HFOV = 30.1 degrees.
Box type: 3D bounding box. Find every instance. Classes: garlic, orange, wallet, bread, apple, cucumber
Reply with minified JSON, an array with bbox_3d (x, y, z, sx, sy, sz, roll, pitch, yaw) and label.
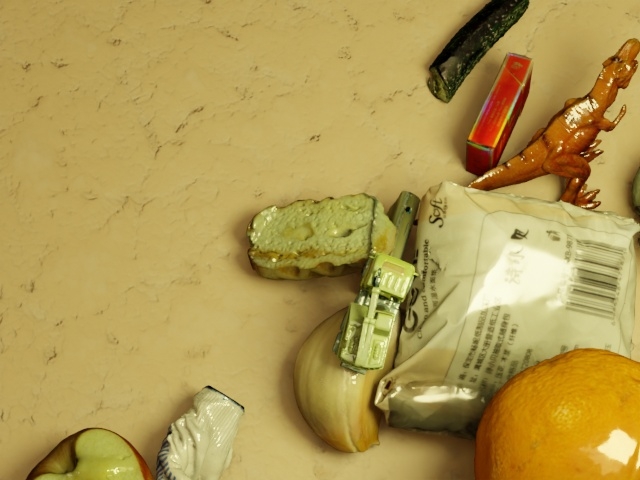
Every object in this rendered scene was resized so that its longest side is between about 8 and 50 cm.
[{"bbox_3d":[0.050,0.186,1.756,0.164,0.145,0.245,32,68,-27],"label":"garlic"},{"bbox_3d":[0.348,0.290,1.538,0.312,0.312,0.312,1,72,-3],"label":"orange"},{"bbox_3d":[0.106,0.012,1.810,0.039,0.110,0.155,22,73,-5],"label":"wallet"},{"bbox_3d":[0.000,0.000,1.782,0.232,0.088,0.128,-4,63,28],"label":"bread"},{"bbox_3d":[-0.323,0.361,1.641,0.173,0.160,0.195,40,51,4],"label":"apple"},{"bbox_3d":[0.259,-0.333,1.960,0.067,0.067,0.245,37,71,8],"label":"cucumber"}]

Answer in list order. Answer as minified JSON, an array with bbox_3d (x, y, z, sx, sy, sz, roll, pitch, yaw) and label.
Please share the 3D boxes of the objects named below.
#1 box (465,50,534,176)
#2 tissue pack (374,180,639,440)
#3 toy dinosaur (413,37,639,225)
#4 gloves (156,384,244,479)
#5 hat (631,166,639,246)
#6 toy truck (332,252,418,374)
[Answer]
[{"bbox_3d":[0.285,-0.197,1.887,0.048,0.112,0.175,21,73,14],"label":"box"},{"bbox_3d":[0.292,0.117,1.739,0.390,0.195,0.376,13,81,-10],"label":"tissue pack"},{"bbox_3d":[0.361,-0.120,1.848,0.432,0.208,0.097,-46,48,8],"label":"toy dinosaur"},{"bbox_3d":[-0.181,0.320,1.704,0.119,0.097,0.229,41,57,-37],"label":"gloves"},{"bbox_3d":[0.561,-0.076,1.846,0.257,0.257,0.130,-40,45,-14],"label":"hat"},{"bbox_3d":[0.075,0.100,1.633,0.077,0.100,0.169,22,84,0],"label":"toy truck"}]
